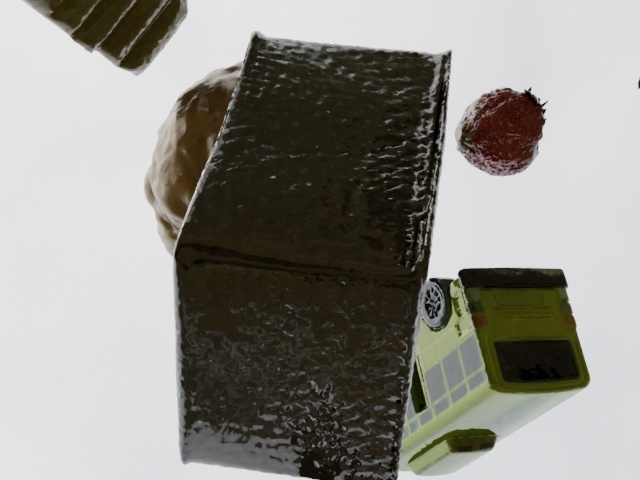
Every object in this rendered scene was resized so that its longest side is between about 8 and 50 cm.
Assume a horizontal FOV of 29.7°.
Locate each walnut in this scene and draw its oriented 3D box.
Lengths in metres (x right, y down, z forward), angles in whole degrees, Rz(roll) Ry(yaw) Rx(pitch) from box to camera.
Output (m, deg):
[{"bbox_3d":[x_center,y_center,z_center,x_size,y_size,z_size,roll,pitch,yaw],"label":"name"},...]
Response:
[{"bbox_3d":[-0.052,-0.065,1.181,0.257,0.257,0.224,-36,-67,-18],"label":"walnut"}]

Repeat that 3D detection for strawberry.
[{"bbox_3d":[0.188,-0.116,1.288,0.106,0.106,0.106,3,-101,-14],"label":"strawberry"}]

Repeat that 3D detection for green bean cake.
[{"bbox_3d":[-0.262,-0.291,1.190,0.236,0.233,0.124,40,-87,30],"label":"green bean cake"}]

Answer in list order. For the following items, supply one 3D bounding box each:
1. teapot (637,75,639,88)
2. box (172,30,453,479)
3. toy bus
[{"bbox_3d":[0.258,-0.119,0.803,0.063,0.049,0.083,34,-103,24],"label":"teapot"},{"bbox_3d":[0.002,0.000,0.780,0.143,0.184,0.273,7,-143,4],"label":"box"},{"bbox_3d":[0.138,0.136,1.200,0.128,0.262,0.150,1,-118,-26],"label":"toy bus"}]
